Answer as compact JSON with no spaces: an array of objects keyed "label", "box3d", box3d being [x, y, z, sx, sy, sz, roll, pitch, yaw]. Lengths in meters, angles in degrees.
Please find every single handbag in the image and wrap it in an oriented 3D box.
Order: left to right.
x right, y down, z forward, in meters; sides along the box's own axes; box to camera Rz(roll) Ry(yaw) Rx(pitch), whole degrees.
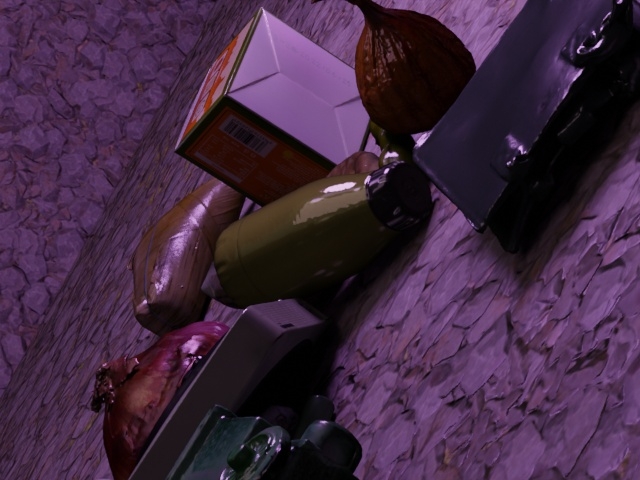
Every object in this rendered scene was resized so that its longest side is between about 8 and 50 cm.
[{"label":"handbag","box3d":[0.200,-0.129,1.698,0.247,0.079,0.260,-55,15,10]}]

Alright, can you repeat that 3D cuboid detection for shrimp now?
[{"label":"shrimp","box3d":[-0.072,0.237,1.856,0.165,0.065,0.056,-54,40,1]}]

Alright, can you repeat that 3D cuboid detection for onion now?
[{"label":"onion","box3d":[-0.183,0.185,2.148,0.230,0.163,0.230,-55,1,1]}]

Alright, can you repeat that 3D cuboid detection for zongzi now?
[{"label":"zongzi","box3d":[-0.162,0.004,2.614,0.256,0.115,0.228,-43,21,12]}]

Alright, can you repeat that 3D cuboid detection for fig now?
[{"label":"fig","box3d":[0.075,-0.216,2.027,0.134,0.201,0.146,-38,18,-4]}]

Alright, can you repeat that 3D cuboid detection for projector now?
[{"label":"projector","box3d":[-0.105,0.174,1.912,0.259,0.079,0.257,-56,-10,7]}]

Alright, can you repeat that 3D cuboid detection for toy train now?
[{"label":"toy train","box3d":[-0.068,0.266,1.575,0.266,0.145,0.202,-57,18,-21]}]

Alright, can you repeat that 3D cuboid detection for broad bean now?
[{"label":"broad bean","box3d":[0.082,-0.105,2.096,0.256,0.052,0.052,-105,38,-74]}]

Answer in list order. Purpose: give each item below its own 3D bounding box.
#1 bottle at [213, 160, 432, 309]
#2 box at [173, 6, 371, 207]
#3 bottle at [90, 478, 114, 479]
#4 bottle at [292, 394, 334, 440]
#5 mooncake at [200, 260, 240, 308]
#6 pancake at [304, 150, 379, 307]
[{"label":"bottle","box3d":[0.005,-0.009,1.998,0.260,0.112,0.112,-27,31,39]},{"label":"box","box3d":[-0.054,-0.151,2.358,0.148,0.195,0.177,-44,20,44]},{"label":"bottle","box3d":[-0.254,0.348,2.164,0.104,0.104,0.245,-56,15,8]},{"label":"bottle","box3d":[-0.011,0.192,1.822,0.030,0.030,0.083,-40,23,51]},{"label":"mooncake","box3d":[-0.078,0.026,2.315,0.130,0.073,0.125,-63,18,-14]},{"label":"pancake","box3d":[-0.001,-0.001,2.172,0.236,0.042,0.222,-56,15,11]}]
